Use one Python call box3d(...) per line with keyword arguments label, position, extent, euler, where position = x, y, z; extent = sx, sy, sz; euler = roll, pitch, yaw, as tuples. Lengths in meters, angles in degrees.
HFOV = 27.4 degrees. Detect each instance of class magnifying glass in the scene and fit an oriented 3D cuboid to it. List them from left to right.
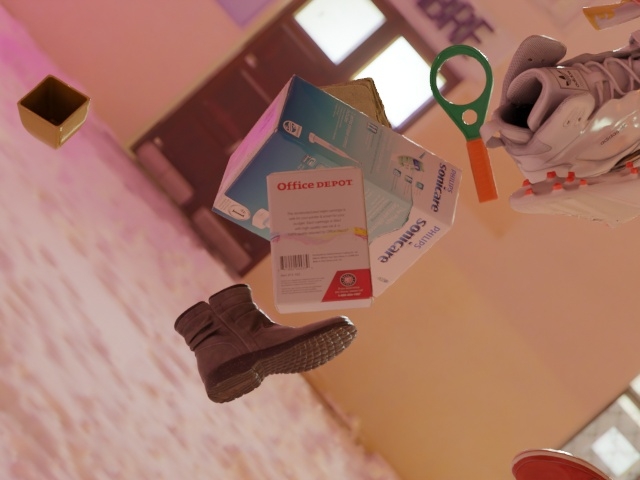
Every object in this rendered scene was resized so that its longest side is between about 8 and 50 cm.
box3d(label="magnifying glass", position=(0.217, -0.169, 1.892), extent=(0.026, 0.092, 0.231), euler=(6, 71, -78))

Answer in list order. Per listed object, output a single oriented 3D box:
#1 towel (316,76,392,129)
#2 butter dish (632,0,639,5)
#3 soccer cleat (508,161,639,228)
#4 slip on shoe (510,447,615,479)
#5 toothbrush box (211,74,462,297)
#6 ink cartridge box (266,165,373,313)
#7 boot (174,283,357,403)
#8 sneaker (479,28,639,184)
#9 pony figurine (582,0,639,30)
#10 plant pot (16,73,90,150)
box3d(label="towel", position=(0.049, -0.225, 2.288), extent=(0.027, 0.148, 0.110), euler=(-37, 114, -50))
box3d(label="butter dish", position=(0.561, -0.462, 2.250), extent=(0.160, 0.160, 0.118), euler=(32, -11, 2))
box3d(label="soccer cleat", position=(0.326, -0.046, 1.571), extent=(0.068, 0.196, 0.076), euler=(-84, 164, -69))
box3d(label="slip on shoe", position=(0.504, 0.501, 2.479), extent=(0.331, 0.123, 0.101), euler=(30, 39, 19))
box3d(label="toothbrush box", position=(0.025, -0.073, 1.924), extent=(0.295, 0.216, 0.126), euler=(28, 48, -13))
box3d(label="ink cartridge box", position=(0.000, 0.000, 1.712), extent=(0.072, 0.127, 0.175), euler=(78, 9, -77))
box3d(label="boot", position=(-0.115, 0.169, 2.657), extent=(0.118, 0.338, 0.223), euler=(86, -19, -52))
box3d(label="sneaker", position=(0.364, -0.189, 1.577), extent=(0.210, 0.366, 0.137), euler=(26, 33, -46))
box3d(label="pony figurine", position=(0.701, -0.392, 2.301), extent=(0.351, 0.363, 0.303), euler=(56, 24, 6))
box3d(label="plant pot", position=(-0.410, -0.187, 2.020), extent=(0.081, 0.081, 0.083), euler=(31, -36, 11))
